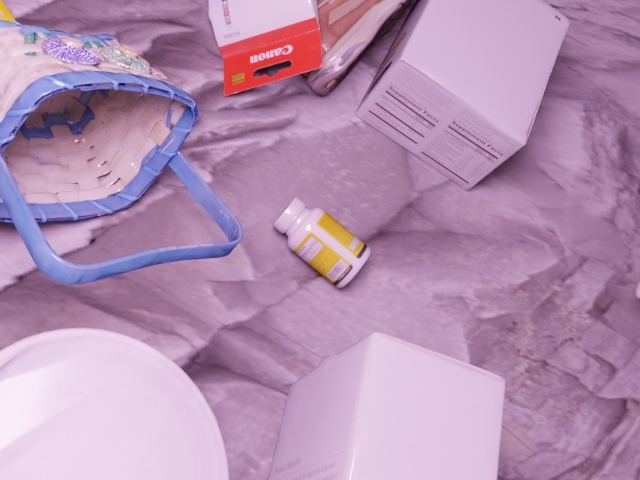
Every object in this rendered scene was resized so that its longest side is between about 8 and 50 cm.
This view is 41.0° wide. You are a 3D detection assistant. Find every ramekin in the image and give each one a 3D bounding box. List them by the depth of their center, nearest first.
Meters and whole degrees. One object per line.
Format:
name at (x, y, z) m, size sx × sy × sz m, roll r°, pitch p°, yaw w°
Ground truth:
ramekin at (-0.231, 0.227, 0.797) m, size 0.272 × 0.127 × 0.273 m, roll 13°, pitch 63°, yaw -26°

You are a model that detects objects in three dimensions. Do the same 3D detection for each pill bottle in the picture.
pill bottle at (0.000, 0.000, 1.058) m, size 0.116 × 0.065 × 0.065 m, roll 40°, pitch 57°, yaw -5°

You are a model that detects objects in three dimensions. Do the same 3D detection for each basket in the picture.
basket at (-0.238, -0.085, 0.877) m, size 0.289 × 0.201 × 0.254 m, roll 54°, pitch 30°, yaw 15°

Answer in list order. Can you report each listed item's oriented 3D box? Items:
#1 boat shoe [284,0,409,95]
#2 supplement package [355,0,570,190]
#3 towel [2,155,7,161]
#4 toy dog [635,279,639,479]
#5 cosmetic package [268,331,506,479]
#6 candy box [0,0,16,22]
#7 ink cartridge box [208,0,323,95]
boat shoe at (0.054, -0.342, 1.211) m, size 0.116 × 0.123 × 0.324 m, roll 40°, pitch 55°, yaw -2°
supplement package at (0.206, -0.248, 1.222) m, size 0.204 × 0.145 × 0.262 m, roll 32°, pitch 57°, yaw -9°
towel at (-0.445, -0.049, 0.840) m, size 0.187 × 0.049 × 0.282 m, roll 32°, pitch 38°, yaw -11°
toy dog at (0.559, 0.234, 1.090) m, size 0.395 × 0.284 × 0.408 m, roll 40°, pitch 59°, yaw -3°
cosmetic package at (0.032, 0.344, 0.819) m, size 0.161 × 0.230 × 0.453 m, roll 21°, pitch 61°, yaw -16°
candy box at (-0.460, -0.248, 0.963) m, size 0.205 × 0.027 × 0.105 m, roll -22°, pitch 63°, yaw -31°
ink cartridge box at (-0.076, -0.291, 1.120) m, size 0.145 × 0.045 × 0.179 m, roll -13°, pitch 63°, yaw 17°
